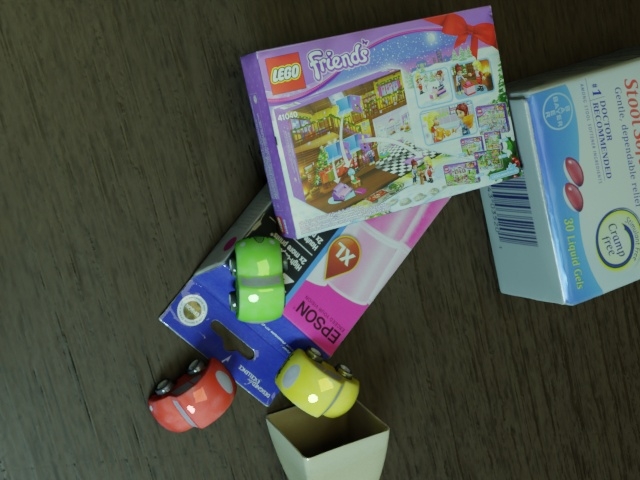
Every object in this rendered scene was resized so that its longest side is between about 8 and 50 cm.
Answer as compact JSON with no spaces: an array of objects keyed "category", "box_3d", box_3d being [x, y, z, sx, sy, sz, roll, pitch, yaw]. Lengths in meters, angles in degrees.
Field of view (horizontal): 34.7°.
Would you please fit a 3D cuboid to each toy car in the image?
[{"category":"toy car","box_3d":[-0.068,0.107,1.106,0.239,0.053,0.225,-3,111,-11]}]

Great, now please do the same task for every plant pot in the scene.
[{"category":"plant pot","box_3d":[0.010,0.251,1.184,0.109,0.109,0.096,-14,114,-24]}]

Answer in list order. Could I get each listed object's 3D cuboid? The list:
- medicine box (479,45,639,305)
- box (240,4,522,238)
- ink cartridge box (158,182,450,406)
[{"category":"medicine box","box_3d":[0.354,-0.091,1.289,0.289,0.149,0.263,-19,102,-22]},{"category":"box","box_3d":[0.073,-0.135,1.135,0.293,0.057,0.201,-15,100,-22]},{"category":"ink cartridge box","box_3d":[0.000,0.000,1.179,0.176,0.069,0.371,43,79,-22]}]
